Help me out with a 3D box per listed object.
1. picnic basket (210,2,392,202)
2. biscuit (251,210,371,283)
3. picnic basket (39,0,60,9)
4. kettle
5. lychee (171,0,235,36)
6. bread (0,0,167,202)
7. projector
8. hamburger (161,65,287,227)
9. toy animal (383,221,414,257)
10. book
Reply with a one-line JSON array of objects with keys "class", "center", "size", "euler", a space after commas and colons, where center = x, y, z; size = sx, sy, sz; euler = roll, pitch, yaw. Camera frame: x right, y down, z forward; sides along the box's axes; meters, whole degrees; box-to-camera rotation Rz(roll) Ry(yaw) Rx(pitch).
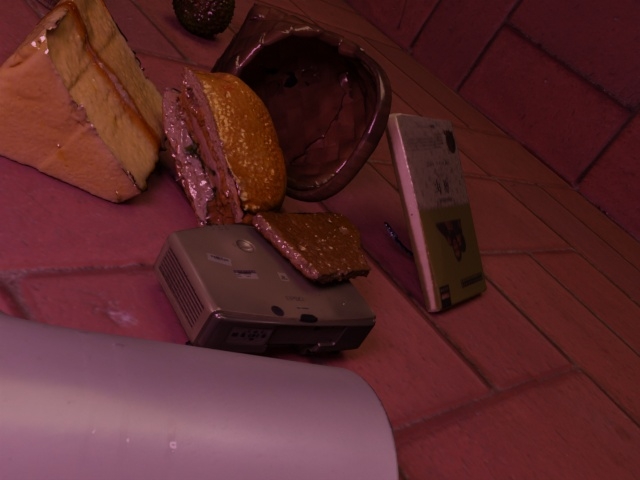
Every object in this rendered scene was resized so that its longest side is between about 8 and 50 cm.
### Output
[{"class": "picnic basket", "center": [-0.012, -0.206, 1.194], "size": [0.337, 0.293, 0.337], "euler": [32, 12, -8]}, {"class": "biscuit", "center": [0.010, 0.007, 0.978], "size": [0.131, 0.026, 0.237], "euler": [45, 21, 22]}, {"class": "picnic basket", "center": [-0.552, -0.543, 1.422], "size": [0.164, 0.079, 0.115], "euler": [37, 26, 8]}, {"class": "kettle", "center": [-0.131, 0.201, 0.515], "size": [0.318, 0.265, 0.205], "euler": [17, -2, -30]}, {"class": "lychee", "center": [-0.282, -0.580, 1.725], "size": [0.171, 0.171, 0.171], "euler": [26, 26, -14]}, {"class": "bread", "center": [-0.306, -0.211, 0.990], "size": [0.236, 0.198, 0.263], "euler": [31, 32, -20]}, {"class": "projector", "center": [-0.076, 0.063, 0.895], "size": [0.269, 0.088, 0.193], "euler": [8, 34, -43]}, {"class": "hamburger", "center": [-0.132, -0.115, 1.046], "size": [0.157, 0.144, 0.283], "euler": [-6, 72, -51]}, {"class": "toy animal", "center": [0.215, 0.013, 1.350], "size": [0.253, 0.070, 0.079], "euler": [0, 33, -44]}, {"class": "book", "center": [0.222, -0.061, 1.283], "size": [0.239, 0.035, 0.352], "euler": [-10, 87, -55]}]
